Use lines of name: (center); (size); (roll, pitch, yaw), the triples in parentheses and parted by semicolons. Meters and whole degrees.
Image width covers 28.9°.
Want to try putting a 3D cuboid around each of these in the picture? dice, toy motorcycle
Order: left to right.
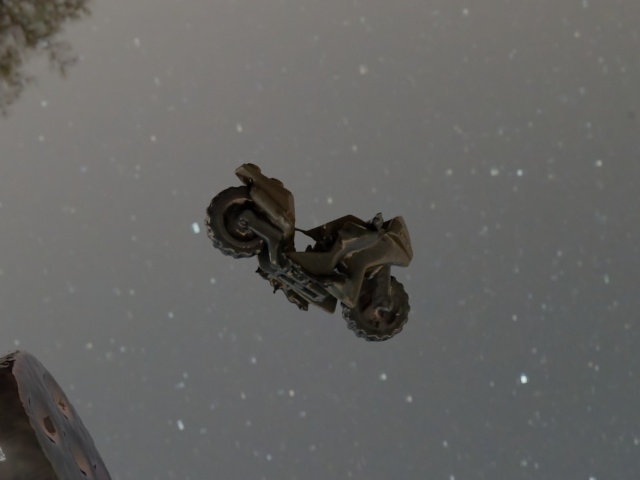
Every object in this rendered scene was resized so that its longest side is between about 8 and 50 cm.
dice: (-0.379, 0.294, 1.337); (0.270, 0.270, 0.271); (-28, -174, -3)
toy motorcycle: (0.000, 0.000, 1.223); (0.130, 0.229, 0.094); (-62, -166, -17)
